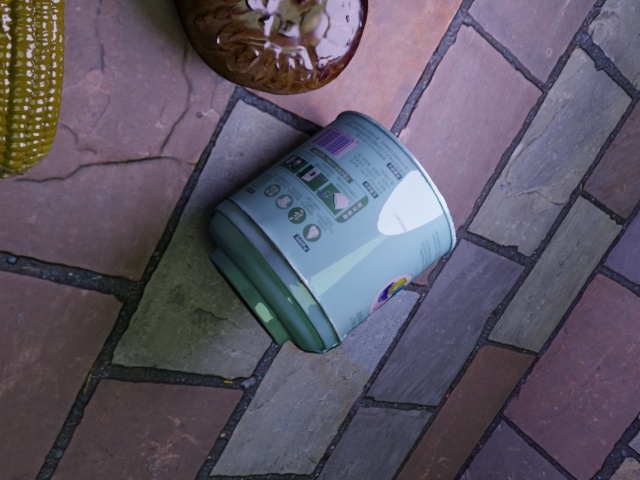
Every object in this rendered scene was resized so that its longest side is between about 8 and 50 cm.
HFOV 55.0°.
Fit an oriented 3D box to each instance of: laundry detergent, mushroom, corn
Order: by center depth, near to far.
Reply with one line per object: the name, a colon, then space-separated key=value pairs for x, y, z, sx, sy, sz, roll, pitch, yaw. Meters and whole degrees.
corn: x=-0.342 y=-0.237 z=0.665 sx=0.131 sy=0.131 sz=0.345 roll=-8 pitch=124 yaw=-33
mushroom: x=-0.051 y=-0.332 z=0.795 sx=0.278 sy=0.163 sz=0.297 roll=-36 pitch=132 yaw=-11
laundry detergent: x=0.000 y=0.000 z=0.960 sx=0.305 sy=0.287 sz=0.287 roll=-38 pitch=133 yaw=-11
